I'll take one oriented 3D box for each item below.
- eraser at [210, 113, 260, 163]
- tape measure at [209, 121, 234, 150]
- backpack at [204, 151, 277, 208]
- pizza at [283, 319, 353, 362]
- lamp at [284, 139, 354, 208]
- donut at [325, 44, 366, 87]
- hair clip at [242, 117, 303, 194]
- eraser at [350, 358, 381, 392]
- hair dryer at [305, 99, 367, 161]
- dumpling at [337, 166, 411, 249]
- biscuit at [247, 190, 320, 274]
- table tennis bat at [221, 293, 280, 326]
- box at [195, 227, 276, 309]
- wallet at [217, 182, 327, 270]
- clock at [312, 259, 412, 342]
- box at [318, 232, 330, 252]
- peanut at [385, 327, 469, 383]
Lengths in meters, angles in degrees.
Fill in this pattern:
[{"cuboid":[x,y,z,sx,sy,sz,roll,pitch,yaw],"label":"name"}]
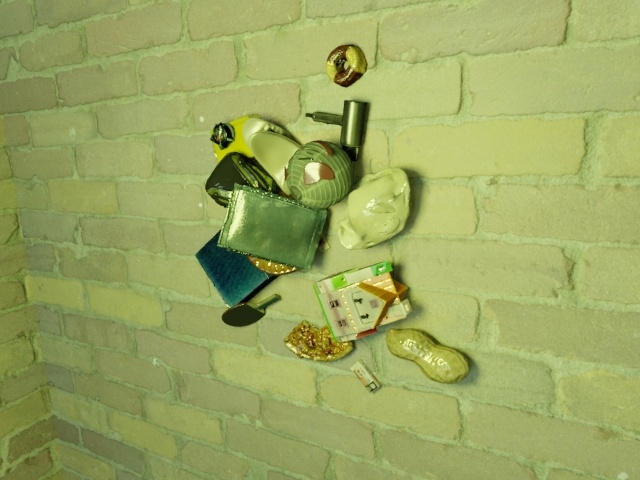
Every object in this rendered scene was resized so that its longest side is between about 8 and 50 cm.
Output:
[{"cuboid":[-0.316,-0.380,1.944,0.226,0.069,0.158,-13,97,32],"label":"eraser"},{"cuboid":[-0.369,-0.394,1.900,0.091,0.054,0.094,46,126,14],"label":"tape measure"},{"cuboid":[-0.288,-0.197,1.854,0.253,0.140,0.207,34,90,10],"label":"backpack"},{"cuboid":[-0.015,0.388,1.932,0.305,0.085,0.161,-3,99,30],"label":"pizza"},{"cuboid":[-0.005,-0.215,1.685,0.265,0.233,0.233,-7,98,57],"label":"lamp"},{"cuboid":[0.080,-0.578,1.666,0.140,0.059,0.140,6,101,31],"label":"donut"},{"cuboid":[-0.165,-0.321,1.824,0.282,0.113,0.172,38,109,-24],"label":"hair clip"},{"cuboid":[0.167,0.506,1.882,0.122,0.029,0.052,50,121,12],"label":"eraser"},{"cuboid":[0.041,-0.390,1.736,0.248,0.078,0.195,21,113,36],"label":"hair dryer"},{"cuboid":[0.183,-0.116,1.677,0.318,0.187,0.243,-50,35,22],"label":"dumpling"},{"cuboid":[-0.149,-0.027,1.880,0.318,0.040,0.318,-3,81,16],"label":"biscuit"},{"cuboid":[-0.279,0.284,2.050,0.274,0.154,0.021,-30,48,22],"label":"table tennis bat"},{"cuboid":[-0.332,0.094,2.036,0.261,0.116,0.279,-38,80,30],"label":"box"},{"cuboid":[-0.168,-0.044,1.776,0.342,0.075,0.237,15,90,-11],"label":"wallet"},{"cuboid":[0.164,0.203,1.737,0.309,0.166,0.235,-21,90,40],"label":"clock"},{"cuboid":[0.000,0.000,1.875,0.046,0.012,0.083,-31,85,32],"label":"box"},{"cuboid":[0.351,0.383,1.691,0.298,0.120,0.136,27,109,26],"label":"peanut"}]
